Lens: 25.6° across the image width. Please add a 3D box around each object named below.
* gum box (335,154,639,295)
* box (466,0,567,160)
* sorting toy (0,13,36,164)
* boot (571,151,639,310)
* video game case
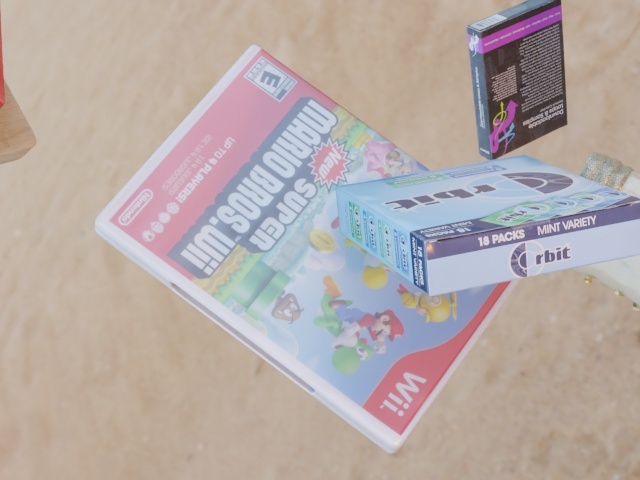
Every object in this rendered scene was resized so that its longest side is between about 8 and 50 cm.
[{"bbox_3d":[0.113,-0.015,0.988,0.184,0.157,0.041,-145,48,-68],"label":"gum box"},{"bbox_3d":[0.221,-0.182,1.570,0.116,0.162,0.029,-25,34,-24],"label":"box"},{"bbox_3d":[-0.357,-0.169,1.090,0.089,0.255,0.257,-33,-5,37],"label":"sorting toy"},{"bbox_3d":[0.256,0.045,1.075,0.077,0.165,0.213,-41,-35,-45],"label":"boot"},{"bbox_3d":[0.000,0.000,1.085,0.204,0.285,0.025,-51,-6,-23],"label":"video game case"}]
